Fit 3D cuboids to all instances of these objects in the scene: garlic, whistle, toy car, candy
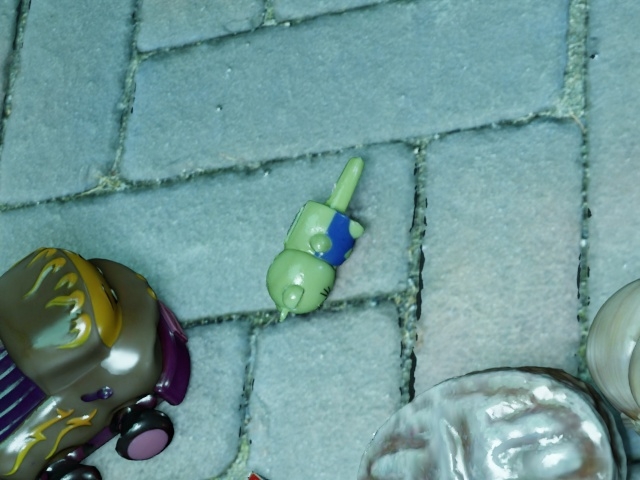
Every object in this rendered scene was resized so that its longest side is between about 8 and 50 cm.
[{"bbox_3d":[0.353,0.116,1.771,0.160,0.214,0.191,10,79,24],"label":"garlic"},{"bbox_3d":[0.000,0.000,2.112,0.085,0.105,0.227,28,79,-5],"label":"whistle"},{"bbox_3d":[-0.343,0.164,2.128,0.341,0.240,0.271,-38,51,3],"label":"toy car"},{"bbox_3d":[0.187,0.245,1.832,0.290,0.157,0.214,-17,87,25],"label":"candy"}]

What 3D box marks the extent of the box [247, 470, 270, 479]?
[{"bbox_3d":[-0.017,0.350,1.972,0.218,0.039,0.055,33,86,37],"label":"box"}]
